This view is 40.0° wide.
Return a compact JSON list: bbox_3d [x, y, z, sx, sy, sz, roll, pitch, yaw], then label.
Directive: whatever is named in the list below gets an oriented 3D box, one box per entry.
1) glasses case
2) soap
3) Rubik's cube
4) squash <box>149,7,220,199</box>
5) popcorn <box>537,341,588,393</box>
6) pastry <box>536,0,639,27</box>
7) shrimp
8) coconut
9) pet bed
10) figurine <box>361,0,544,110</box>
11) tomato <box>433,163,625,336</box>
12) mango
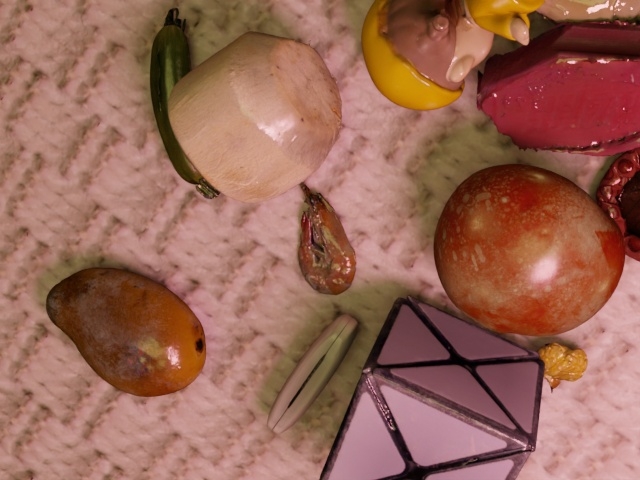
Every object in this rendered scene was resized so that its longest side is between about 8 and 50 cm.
[{"bbox_3d":[-0.014,0.221,1.457,0.059,0.092,0.233,35,102,7],"label":"glasses case"},{"bbox_3d":[0.368,-0.218,1.260,0.289,0.112,0.182,6,136,14],"label":"soap"},{"bbox_3d":[0.168,0.276,1.316,0.254,0.259,0.260,22,120,6],"label":"Rubik's cube"},{"bbox_3d":[-0.234,-0.219,1.446,0.080,0.071,0.319,-10,97,10],"label":"squash"},{"bbox_3d":[0.372,0.201,1.378,0.084,0.084,0.084,2,99,12],"label":"popcorn"},{"bbox_3d":[0.394,-0.420,1.258,0.264,0.133,0.265,3,103,13],"label":"pastry"},{"bbox_3d":[0.000,0.000,1.448,0.101,0.042,0.190,-14,96,21],"label":"shrimp"},{"bbox_3d":[-0.105,-0.184,1.344,0.247,0.245,0.245,-24,93,33],"label":"coconut"},{"bbox_3d":[0.506,-0.053,1.300,0.201,0.053,0.201,8,103,36],"label":"pet bed"},{"bbox_3d":[0.202,-0.324,1.234,0.187,0.215,0.343,28,143,-25],"label":"figurine"},{"bbox_3d":[0.290,0.027,1.267,0.270,0.270,0.223,28,80,7],"label":"tomato"},{"bbox_3d":[-0.333,0.147,1.493,0.316,0.146,0.193,25,102,22],"label":"mango"}]
